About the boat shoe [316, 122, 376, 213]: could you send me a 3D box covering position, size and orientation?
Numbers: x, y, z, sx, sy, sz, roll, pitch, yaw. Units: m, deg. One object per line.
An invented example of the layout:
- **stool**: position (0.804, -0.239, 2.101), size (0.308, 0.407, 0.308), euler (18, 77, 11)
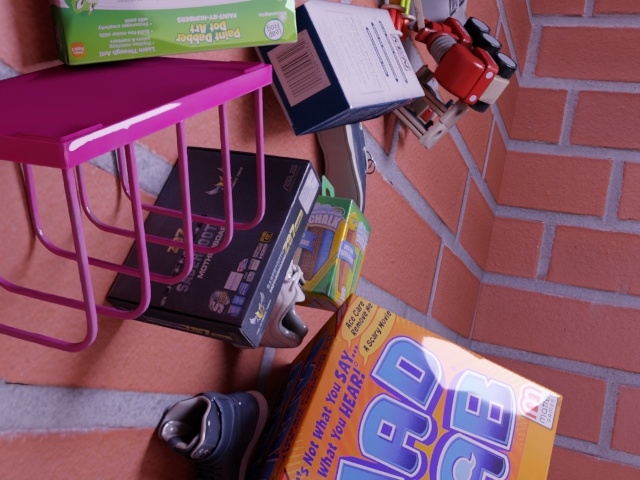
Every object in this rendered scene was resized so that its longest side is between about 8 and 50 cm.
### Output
- **boat shoe**: position (0.048, -0.142, 1.342), size (0.079, 0.095, 0.255), euler (-38, 124, -43)

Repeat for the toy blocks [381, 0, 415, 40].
- **toy blocks**: position (0.160, -0.455, 1.532), size (0.123, 0.054, 0.148), euler (-4, 103, -68)

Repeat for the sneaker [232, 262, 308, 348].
- **sneaker**: position (-0.079, 0.035, 1.077), size (0.110, 0.118, 0.292), euler (-46, 137, -51)

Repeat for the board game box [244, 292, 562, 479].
- **board game box**: position (0.092, 0.365, 1.121), size (0.356, 0.356, 0.356), euler (-66, -175, -31)

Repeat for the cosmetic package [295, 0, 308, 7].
- **cosmetic package**: position (-0.068, -0.381, 0.936), size (0.296, 0.129, 0.153), euler (-52, 141, -50)

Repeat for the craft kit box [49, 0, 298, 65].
- **craft kit box**: position (-0.145, -0.309, 0.714), size (0.249, 0.061, 0.247), euler (-13, 113, -27)

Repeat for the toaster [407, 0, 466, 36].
- **toaster**: position (0.255, -0.563, 1.642), size (0.168, 0.110, 0.186), euler (-52, 143, -48)

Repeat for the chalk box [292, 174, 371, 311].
- **chalk box**: position (0.000, 0.000, 1.224), size (0.132, 0.132, 0.213), euler (44, 58, -63)

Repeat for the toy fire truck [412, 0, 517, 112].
- **toy fire truck**: position (0.261, -0.404, 1.492), size (0.158, 0.246, 0.217), euler (-56, -144, 35)

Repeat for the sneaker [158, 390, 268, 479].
- **sneaker**: position (-0.168, 0.317, 1.016), size (0.163, 0.086, 0.226), euler (22, 83, -60)

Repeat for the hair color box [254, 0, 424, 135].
- **hair color box**: position (0.041, -0.279, 1.174), size (0.347, 0.105, 0.174), euler (-28, 94, -61)

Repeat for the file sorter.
- **file sorter**: position (-0.197, -0.052, 0.666), size (0.290, 0.202, 0.182), euler (-42, 137, -56)

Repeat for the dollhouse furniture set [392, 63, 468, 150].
- **dollhouse furniture set**: position (0.256, -0.285, 1.651), size (0.129, 0.129, 0.183), euler (-45, 159, 13)

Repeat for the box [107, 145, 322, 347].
- **box**: position (-0.122, -0.001, 0.876), size (0.059, 0.183, 0.233), euler (63, 43, -53)
